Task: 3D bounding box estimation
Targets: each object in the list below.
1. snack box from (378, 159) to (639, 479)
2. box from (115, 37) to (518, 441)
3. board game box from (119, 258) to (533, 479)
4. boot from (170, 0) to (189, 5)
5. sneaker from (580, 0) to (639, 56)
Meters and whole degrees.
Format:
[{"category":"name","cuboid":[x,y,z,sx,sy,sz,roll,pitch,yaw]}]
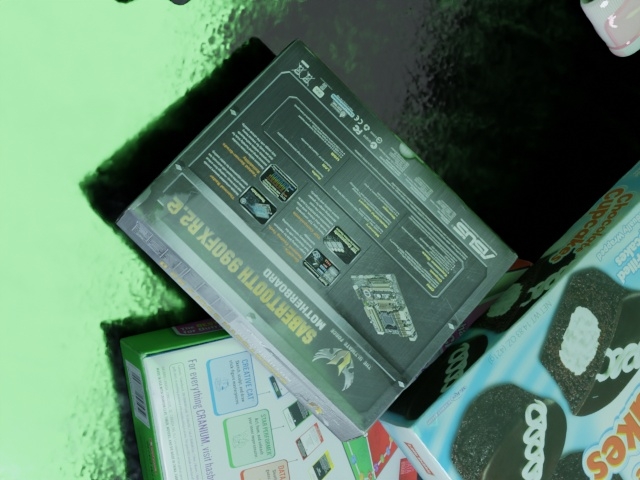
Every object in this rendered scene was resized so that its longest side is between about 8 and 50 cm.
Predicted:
[{"category":"snack box","cuboid":[0.214,0.096,1.241,0.322,0.060,0.187,-43,108,-18]},{"category":"box","cuboid":[0.000,0.000,1.196,0.231,0.056,0.183,44,70,-4]},{"category":"board game box","cuboid":[0.024,0.160,1.273,0.316,0.064,0.242,-12,102,-19]},{"category":"boot","cuboid":[-0.119,-0.353,1.028,0.284,0.138,0.377,27,129,-11]},{"category":"sneaker","cuboid":[0.257,-0.216,1.315,0.070,0.051,0.134,41,86,-26]}]
